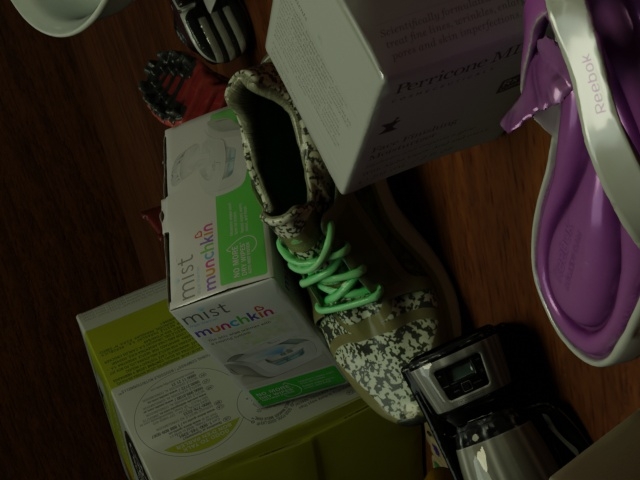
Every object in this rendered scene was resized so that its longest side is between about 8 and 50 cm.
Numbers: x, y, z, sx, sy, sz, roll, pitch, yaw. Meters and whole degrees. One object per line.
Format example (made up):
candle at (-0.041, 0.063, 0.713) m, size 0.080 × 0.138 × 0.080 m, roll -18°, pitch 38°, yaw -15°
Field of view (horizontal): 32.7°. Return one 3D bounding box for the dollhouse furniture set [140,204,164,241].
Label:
dollhouse furniture set at (-0.148, 0.075, 1.762) m, size 0.374 × 0.152 × 0.201 m, roll 42°, pitch 149°, yaw 57°

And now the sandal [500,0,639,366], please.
sandal at (0.168, -0.067, 0.668) m, size 0.169 × 0.102 × 0.416 m, roll 50°, pitch 155°, yaw 48°

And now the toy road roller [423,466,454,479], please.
toy road roller at (0.145, 0.382, 1.079) m, size 0.240 × 0.330 × 0.202 m, roll -63°, pitch 1°, yaw 16°

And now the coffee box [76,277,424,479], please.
coffee box at (-0.086, 0.250, 1.450) m, size 0.334 × 0.338 × 0.337 m, roll 51°, pitch 157°, yaw 45°

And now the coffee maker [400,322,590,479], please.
coffee maker at (0.150, 0.174, 0.993) m, size 0.171 × 0.120 × 0.178 m, roll 126°, pitch 122°, yaw -72°

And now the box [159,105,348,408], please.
box at (-0.074, 0.016, 1.238) m, size 0.231 × 0.127 × 0.262 m, roll 58°, pitch -161°, yaw -48°

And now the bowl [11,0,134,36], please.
bowl at (-0.268, -0.396, 1.302) m, size 0.298 × 0.134 × 0.297 m, roll 14°, pitch 110°, yaw 44°

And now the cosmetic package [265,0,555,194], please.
cosmetic package at (0.062, -0.155, 0.809) m, size 0.151 × 0.151 × 0.183 m, roll 64°, pitch 164°, yaw 17°

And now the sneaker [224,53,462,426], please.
sneaker at (0.000, 0.000, 1.062) m, size 0.158 × 0.182 × 0.410 m, roll -23°, pitch 88°, yaw 32°

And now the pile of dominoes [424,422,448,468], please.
pile of dominoes at (0.143, 0.202, 1.192) m, size 0.196 × 0.040 × 0.251 m, roll 47°, pitch 153°, yaw 53°

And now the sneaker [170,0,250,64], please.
sneaker at (-0.190, -0.358, 1.461) m, size 0.162 × 0.106 × 0.281 m, roll 174°, pitch 75°, yaw -76°

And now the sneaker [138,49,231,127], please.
sneaker at (-0.126, -0.165, 1.415) m, size 0.276 × 0.097 × 0.135 m, roll 31°, pitch -177°, yaw 40°

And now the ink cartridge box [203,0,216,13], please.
ink cartridge box at (-0.133, -0.380, 1.319) m, size 0.180 × 0.060 × 0.104 m, roll 68°, pitch 163°, yaw 5°

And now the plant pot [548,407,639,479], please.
plant pot at (0.238, 0.208, 0.793) m, size 0.096 × 0.109 × 0.109 m, roll 32°, pitch 141°, yaw 46°
